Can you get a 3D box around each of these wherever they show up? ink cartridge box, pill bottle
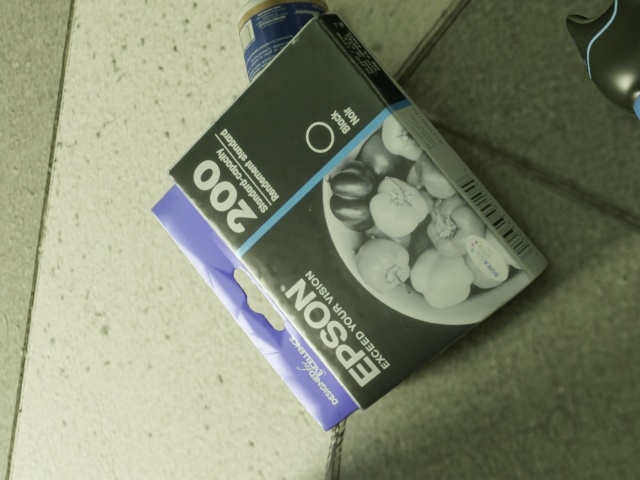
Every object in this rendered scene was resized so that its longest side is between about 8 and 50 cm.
[{"bbox_3d":[0.000,0.000,0.657,0.208,0.045,0.206,-43,83,29],"label":"ink cartridge box"},{"bbox_3d":[-0.015,-0.109,0.713,0.067,0.067,0.120,-26,69,36],"label":"pill bottle"}]

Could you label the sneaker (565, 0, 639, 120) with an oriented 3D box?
[{"bbox_3d":[0.221,-0.159,0.510,0.232,0.081,0.090,-47,63,26],"label":"sneaker"}]
